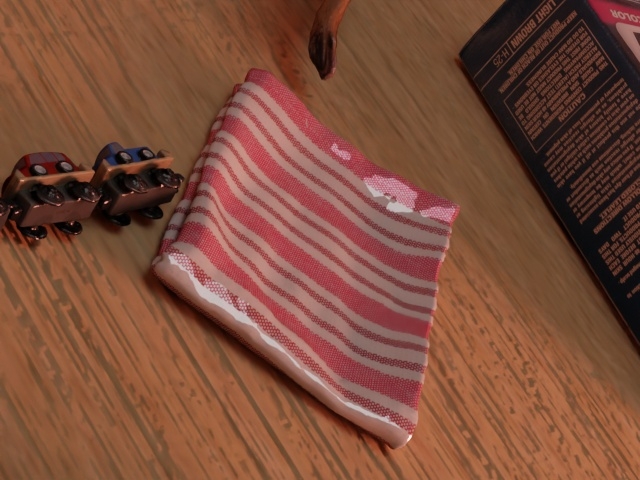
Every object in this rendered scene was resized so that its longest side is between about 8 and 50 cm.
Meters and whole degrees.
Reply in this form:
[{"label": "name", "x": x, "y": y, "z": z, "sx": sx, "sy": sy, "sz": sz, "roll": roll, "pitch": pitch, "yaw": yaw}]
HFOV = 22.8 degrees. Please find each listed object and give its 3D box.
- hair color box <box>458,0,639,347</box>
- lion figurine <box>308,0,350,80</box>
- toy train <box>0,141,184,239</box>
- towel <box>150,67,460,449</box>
[{"label": "hair color box", "x": 0.247, "y": -0.016, "z": 1.011, "sx": 0.174, "sy": 0.105, "sz": 0.347, "roll": 6, "pitch": 48, "yaw": -45}, {"label": "lion figurine", "x": -0.060, "y": -0.278, "z": 0.981, "sx": 0.392, "sy": 0.142, "sz": 0.240, "roll": 60, "pitch": 24, "yaw": 0}, {"label": "toy train", "x": -0.116, "y": -0.020, "z": 0.675, "sx": 0.036, "sy": 0.027, "sz": 0.158, "roll": 44, "pitch": 29, "yaw": 22}, {"label": "towel", "x": 0.000, "y": 0.000, "z": 0.779, "sx": 0.144, "sy": 0.029, "sz": 0.197, "roll": 35, "pitch": 32, "yaw": -12}]
